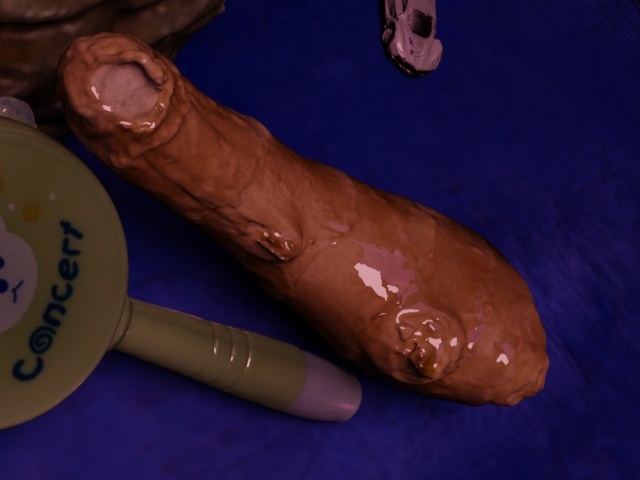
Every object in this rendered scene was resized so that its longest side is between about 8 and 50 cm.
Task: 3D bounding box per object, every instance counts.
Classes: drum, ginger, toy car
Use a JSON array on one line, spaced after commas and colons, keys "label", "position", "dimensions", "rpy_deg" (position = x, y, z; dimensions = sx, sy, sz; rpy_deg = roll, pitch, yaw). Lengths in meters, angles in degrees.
[{"label": "drum", "position": [-0.077, 0.015, 0.433], "dimensions": [0.253, 0.049, 0.130], "rpy_deg": [5, 93, -41]}, {"label": "ginger", "position": [0.000, 0.000, 0.462], "dimensions": [0.294, 0.086, 0.131], "rpy_deg": [32, 16, -45]}, {"label": "toy car", "position": [0.061, -0.148, 0.707], "dimensions": [0.041, 0.025, 0.093], "rpy_deg": [15, 53, -30]}]

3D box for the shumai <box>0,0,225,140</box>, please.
[{"label": "shumai", "position": [-0.127, -0.237, 0.403], "dimensions": [0.324, 0.323, 0.397], "rpy_deg": [53, 45, 0]}]
